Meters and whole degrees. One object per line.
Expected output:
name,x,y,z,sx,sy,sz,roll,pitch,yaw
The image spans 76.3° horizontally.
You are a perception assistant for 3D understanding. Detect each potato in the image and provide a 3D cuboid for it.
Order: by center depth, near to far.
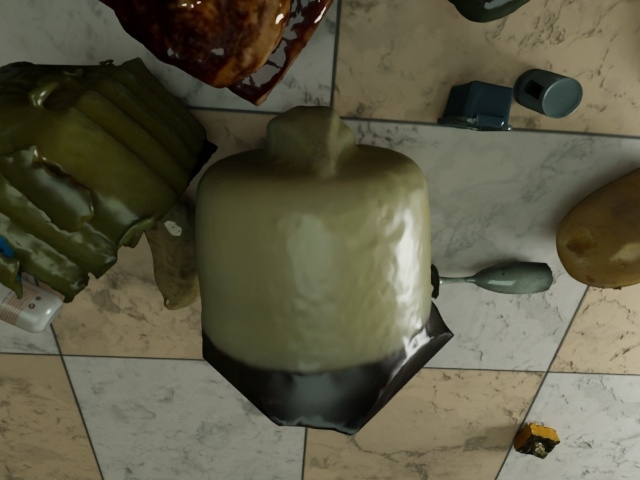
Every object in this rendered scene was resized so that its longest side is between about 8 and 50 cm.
potato,0.485,-0.018,0.624,0.234,0.146,0.150,-35,145,16

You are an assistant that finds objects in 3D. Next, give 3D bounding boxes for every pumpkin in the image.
pumpkin,0.498,0.468,0.940,0.074,0.054,0.083,13,124,-3

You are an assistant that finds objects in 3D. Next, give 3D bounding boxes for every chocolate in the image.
chocolate,0.000,0.000,0.510,0.314,0.326,0.296,-24,132,-39

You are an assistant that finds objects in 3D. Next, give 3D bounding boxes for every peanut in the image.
peanut,-0.224,0.024,0.649,0.100,0.099,0.214,5,119,-4

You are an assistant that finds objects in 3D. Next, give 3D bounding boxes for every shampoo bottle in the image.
shampoo bottle,-0.550,0.087,0.691,0.192,0.074,0.074,32,114,-16

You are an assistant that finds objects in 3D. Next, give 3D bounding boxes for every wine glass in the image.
wine glass,0.293,0.068,0.705,0.198,0.066,0.066,-2,120,-2

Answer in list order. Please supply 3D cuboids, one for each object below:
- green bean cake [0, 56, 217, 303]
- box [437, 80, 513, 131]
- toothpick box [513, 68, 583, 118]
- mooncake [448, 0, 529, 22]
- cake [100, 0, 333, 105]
green bean cake,-0.304,-0.073,0.469,0.285,0.310,0.202,-34,117,14
box,0.208,-0.178,0.546,0.074,0.099,0.054,6,104,-5
toothpick box,0.299,-0.196,0.540,0.052,0.083,0.052,-1,119,-1
mooncake,0.165,-0.320,0.423,0.104,0.168,0.175,-29,101,16
cake,-0.078,-0.268,0.376,0.196,0.293,0.198,31,119,-18
